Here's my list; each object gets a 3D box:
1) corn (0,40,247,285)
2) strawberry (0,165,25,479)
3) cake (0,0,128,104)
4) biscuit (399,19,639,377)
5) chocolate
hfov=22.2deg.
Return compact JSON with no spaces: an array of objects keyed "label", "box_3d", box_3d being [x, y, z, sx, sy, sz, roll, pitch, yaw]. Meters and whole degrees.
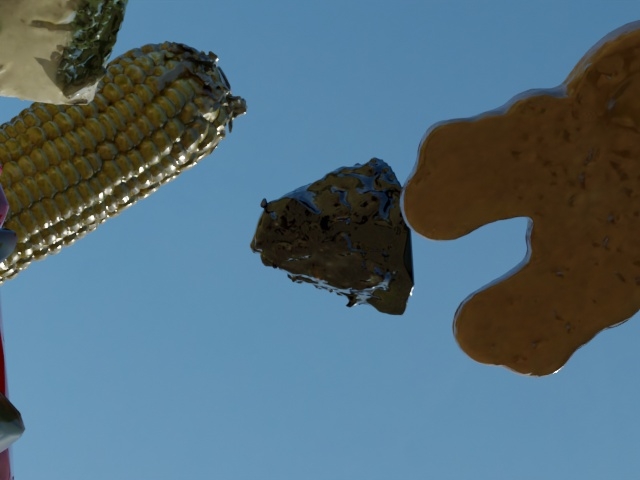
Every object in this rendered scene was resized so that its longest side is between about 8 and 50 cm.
[{"label":"corn","box_3d":[-0.196,-0.048,1.193,0.115,0.318,0.115,45,-24,26]},{"label":"strawberry","box_3d":[-0.203,0.021,0.340,0.276,0.257,0.257,6,-71,36]},{"label":"cake","box_3d":[-0.146,-0.176,0.773,0.283,0.158,0.172,157,-64,-64]},{"label":"biscuit","box_3d":[0.160,-0.032,0.817,0.040,0.236,0.144,-121,-174,-77]},{"label":"chocolate","box_3d":[0.000,0.000,1.546,0.156,0.133,0.156,173,-90,-72]}]
